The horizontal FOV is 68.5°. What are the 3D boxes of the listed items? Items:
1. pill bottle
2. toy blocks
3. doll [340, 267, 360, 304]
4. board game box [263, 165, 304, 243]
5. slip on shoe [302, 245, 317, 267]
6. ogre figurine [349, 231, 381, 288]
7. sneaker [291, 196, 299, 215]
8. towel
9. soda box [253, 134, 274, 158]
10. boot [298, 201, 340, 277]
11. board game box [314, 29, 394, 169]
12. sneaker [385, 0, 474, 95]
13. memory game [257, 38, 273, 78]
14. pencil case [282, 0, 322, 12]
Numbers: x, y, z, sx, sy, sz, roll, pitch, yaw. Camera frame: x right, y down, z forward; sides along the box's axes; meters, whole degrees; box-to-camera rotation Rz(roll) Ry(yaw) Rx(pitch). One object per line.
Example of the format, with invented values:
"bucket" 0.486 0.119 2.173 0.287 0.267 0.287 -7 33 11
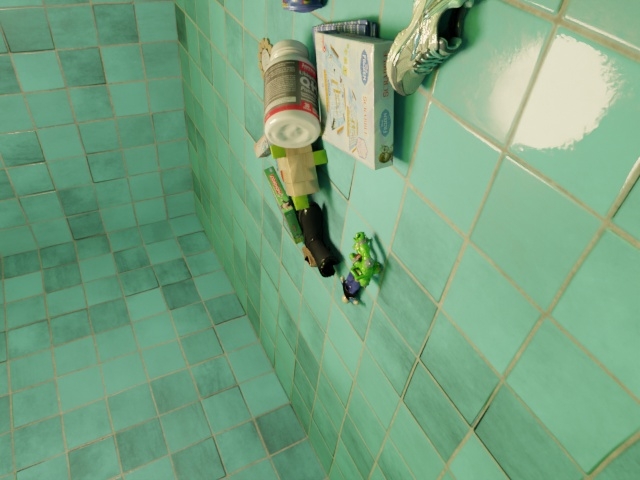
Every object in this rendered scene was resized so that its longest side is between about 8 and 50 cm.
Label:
"pill bottle" -0.094 -0.475 1.509 0.176 0.176 0.319 130 140 -62
"toy blocks" -0.105 -0.319 1.767 0.261 0.190 0.382 -153 50 -74
"doll" 0.112 0.177 1.711 0.129 0.046 0.189 62 153 28
"board game box" -0.147 -0.138 1.953 0.317 0.046 0.214 75 170 -66
"slip on shoe" -0.052 0.070 2.010 0.135 0.041 0.052 52 148 41
"ogre figurine" 0.137 0.075 1.537 0.197 0.096 0.118 118 144 -42
"sneaker" -0.094 -0.153 1.967 0.109 0.040 0.044 66 153 16
"towel" 0.073 -0.519 1.398 0.336 0.040 0.244 38 140 56
"soda box" -0.244 -0.424 2.108 0.183 0.058 0.063 -16 90 67
"boot" 0.000 0.000 1.783 0.247 0.094 0.207 89 157 -44
"board game box" 0.090 -0.397 1.302 0.318 0.065 0.319 45 147 51
"sneaker" 0.232 -0.421 1.011 0.122 0.110 0.283 57 151 28
"memory game" -0.219 -0.729 1.923 0.186 0.012 0.186 46 143 49
"pencil case" -0.068 -0.840 1.389 0.133 0.119 0.307 19 122 44
